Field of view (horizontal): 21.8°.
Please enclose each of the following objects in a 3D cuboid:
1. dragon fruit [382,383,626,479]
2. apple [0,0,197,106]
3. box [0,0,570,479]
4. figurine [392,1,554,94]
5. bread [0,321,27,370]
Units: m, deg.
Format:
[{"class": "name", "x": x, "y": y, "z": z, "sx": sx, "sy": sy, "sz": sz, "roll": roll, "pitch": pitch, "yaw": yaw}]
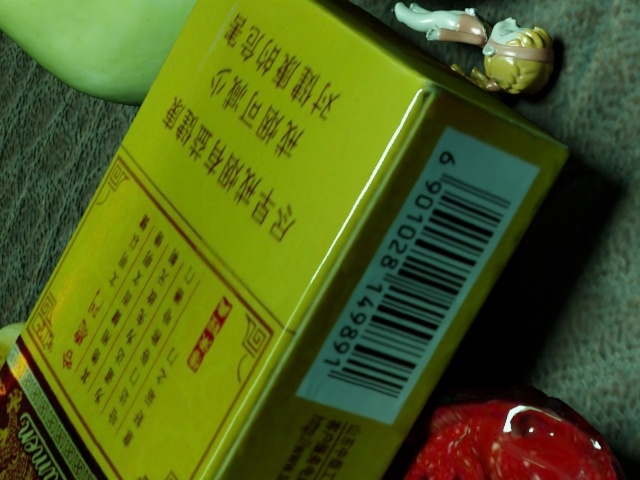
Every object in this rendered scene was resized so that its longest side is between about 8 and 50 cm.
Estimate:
[{"class": "dragon fruit", "x": 0.052, "y": 0.228, "z": 0.926, "sx": 0.282, "sy": 0.100, "sz": 0.343, "roll": 30, "pitch": 101, "yaw": 52}, {"class": "apple", "x": -0.133, "y": -0.221, "z": 1.155, "sx": 0.262, "sy": 0.262, "sz": 0.262, "roll": -17, "pitch": 69, "yaw": 50}, {"class": "box", "x": -0.060, "y": 0.061, "z": 0.978, "sx": 0.415, "sy": 0.116, "sz": 0.264, "roll": -62, "pitch": 37, "yaw": 11}, {"class": "figurine", "x": 0.091, "y": -0.117, "z": 0.993, "sx": 0.109, "sy": 0.064, "sz": 0.047, "roll": 28, "pitch": 113, "yaw": 35}, {"class": "bread", "x": -0.227, "y": 0.141, "z": 1.336, "sx": 0.114, "sy": 0.077, "sz": 0.189, "roll": -48, "pitch": 42, "yaw": 7}]
